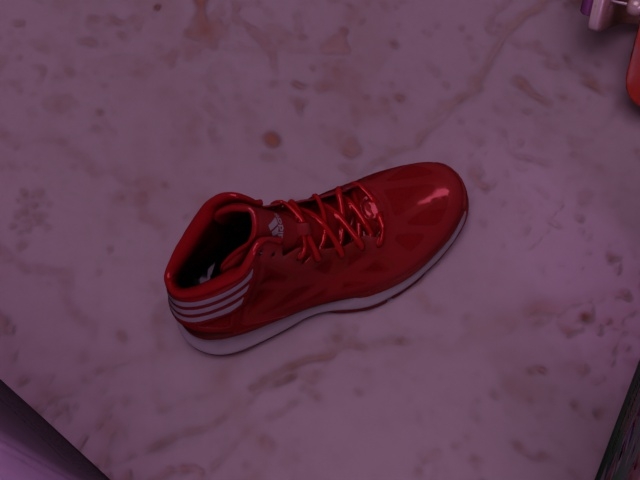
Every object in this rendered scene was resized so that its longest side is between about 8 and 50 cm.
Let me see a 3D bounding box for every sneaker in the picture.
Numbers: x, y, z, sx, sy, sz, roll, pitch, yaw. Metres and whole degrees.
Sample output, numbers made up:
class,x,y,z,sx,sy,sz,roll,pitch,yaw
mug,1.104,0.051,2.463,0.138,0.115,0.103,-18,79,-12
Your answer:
class,x,y,z,sx,sy,sz,roll,pitch,yaw
sneaker,0.000,0.000,0.845,0.221,0.128,0.087,-31,72,-6

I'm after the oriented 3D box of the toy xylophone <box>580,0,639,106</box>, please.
class,x,y,z,sx,sy,sz,roll,pitch,yaw
toy xylophone,0.344,-0.198,0.862,0.323,0.081,0.236,7,111,12

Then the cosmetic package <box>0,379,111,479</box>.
class,x,y,z,sx,sy,sz,roll,pitch,yaw
cosmetic package,-0.329,0.162,0.678,0.327,0.393,0.329,38,78,15

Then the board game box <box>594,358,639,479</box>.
class,x,y,z,sx,sy,sz,roll,pitch,yaw
board game box,0.189,0.093,0.674,0.046,0.213,0.317,18,114,9
